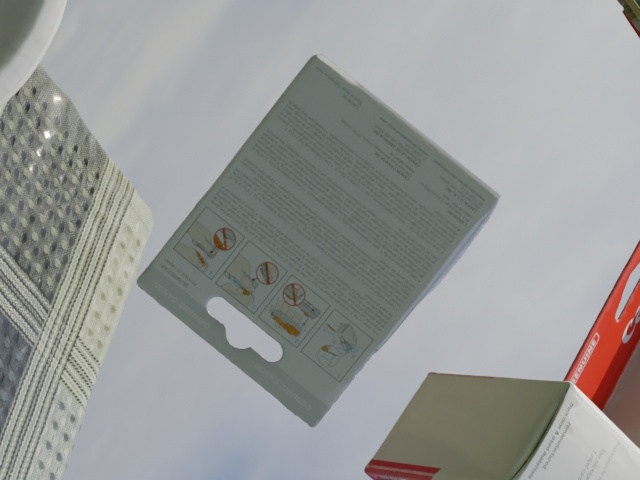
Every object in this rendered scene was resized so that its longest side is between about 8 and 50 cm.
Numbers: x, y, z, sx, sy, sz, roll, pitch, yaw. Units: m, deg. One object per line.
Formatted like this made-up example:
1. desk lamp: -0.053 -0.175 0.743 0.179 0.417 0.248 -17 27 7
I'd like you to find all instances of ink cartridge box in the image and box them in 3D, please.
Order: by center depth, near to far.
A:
1. ink cartridge box: 0.000 0.000 1.166 0.179 0.145 0.045 -52 177 7
2. ink cartridge box: 0.162 0.187 1.274 0.158 0.218 0.092 -1 -132 57
3. ink cartridge box: 0.331 0.077 1.779 0.275 0.060 0.239 -60 151 -11

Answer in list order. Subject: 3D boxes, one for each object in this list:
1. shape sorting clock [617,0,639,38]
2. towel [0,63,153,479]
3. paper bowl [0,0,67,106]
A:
1. shape sorting clock: 0.335 -0.185 1.876 0.040 0.206 0.206 -35 -163 16
2. towel: -0.245 0.017 1.401 0.056 0.312 0.324 -3 -129 27
3. paper bowl: -0.303 -0.183 1.162 0.284 0.284 0.148 -57 -159 -19
